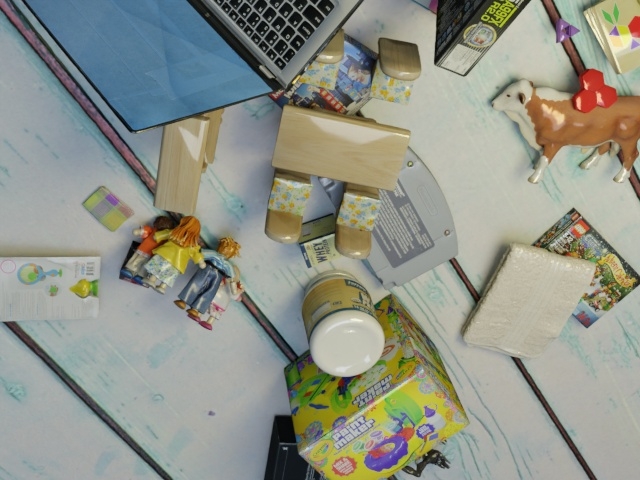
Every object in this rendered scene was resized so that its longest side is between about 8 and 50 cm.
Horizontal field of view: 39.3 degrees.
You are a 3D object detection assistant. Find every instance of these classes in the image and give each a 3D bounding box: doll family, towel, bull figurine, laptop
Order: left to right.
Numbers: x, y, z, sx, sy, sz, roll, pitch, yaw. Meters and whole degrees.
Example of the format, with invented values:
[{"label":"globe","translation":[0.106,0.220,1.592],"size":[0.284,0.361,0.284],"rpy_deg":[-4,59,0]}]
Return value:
[{"label":"towel","translation":[-0.400,-0.058,1.691],"size":[0.060,0.009,0.083],"rpy_deg":[-40,115,13]},{"label":"doll family","translation":[-0.233,0.049,1.694],"size":[0.263,0.118,0.163],"rpy_deg":[38,72,-24]},{"label":"laptop","translation":[-0.179,-0.403,1.308],"size":[0.408,0.382,0.236],"rpy_deg":[-48,156,15]},{"label":"towel","translation":[0.424,0.133,1.858],"size":[0.187,0.049,0.282],"rpy_deg":[14,126,-9]},{"label":"bull figurine","translation":[0.473,-0.209,1.700],"size":[0.311,0.101,0.188],"rpy_deg":[2,121,-7]}]

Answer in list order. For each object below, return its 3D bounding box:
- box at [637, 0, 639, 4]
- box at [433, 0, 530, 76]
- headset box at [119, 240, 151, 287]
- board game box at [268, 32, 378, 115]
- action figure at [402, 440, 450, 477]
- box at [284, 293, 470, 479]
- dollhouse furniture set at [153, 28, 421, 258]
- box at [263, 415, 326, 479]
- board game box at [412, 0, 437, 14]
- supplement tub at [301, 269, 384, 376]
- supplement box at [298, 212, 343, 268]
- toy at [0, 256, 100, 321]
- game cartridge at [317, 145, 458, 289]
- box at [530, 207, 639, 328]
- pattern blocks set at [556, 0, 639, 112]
[{"label":"box","translation":[0.548,-0.488,1.542],"size":[0.058,0.087,0.232],"rpy_deg":[-35,99,7]},{"label":"box","translation":[0.265,-0.414,1.359],"size":[0.060,0.216,0.270],"rpy_deg":[18,146,-16]},{"label":"headset box","translation":[-0.350,0.050,1.741],"size":[0.062,0.032,0.083],"rpy_deg":[19,113,-18]},{"label":"board game box","translation":[0.002,-0.305,1.596],"size":[0.194,0.060,0.194],"rpy_deg":[-41,112,17]},{"label":"action figure","translation":[0.172,0.490,1.932],"size":[0.276,0.141,0.164],"rpy_deg":[-20,117,-40]},{"label":"box","translation":[0.102,0.311,1.807],"size":[0.290,0.279,0.177],"rpy_deg":[-36,116,10]},{"label":"dollhouse furniture set","translation":[-0.053,-0.153,1.497],"size":[0.394,0.256,0.362],"rpy_deg":[11,123,-5]},{"label":"box","translation":[-0.027,0.525,1.997],"size":[0.184,0.103,0.261],"rpy_deg":[3,117,-15]},{"label":"board game box","translation":[0.224,-0.549,1.504],"size":[0.242,0.064,0.316],"rpy_deg":[25,111,-20]},{"label":"supplement tub","translation":[0.039,0.158,1.762],"size":[0.145,0.199,0.144],"rpy_deg":[-4,118,-7]},{"label":"supplement box","translation":[0.000,0.000,1.741],"size":[0.083,0.083,0.056],"rpy_deg":[-19,119,1]},{"label":"toy","translation":[-0.545,0.085,1.716],"size":[0.237,0.056,0.136],"rpy_deg":[2,113,-15]},{"label":"game cartridge","translation":[0.147,-0.057,1.753],"size":[0.196,0.060,0.294],"rpy_deg":[-27,118,9]},{"label":"box","translation":[0.545,0.061,1.879],"size":[0.159,0.044,0.233],"rpy_deg":[-44,115,14]},{"label":"pattern blocks set","translation":[0.580,-0.394,1.619],"size":[0.325,0.026,0.285],"rpy_deg":[-18,100,-4]}]
